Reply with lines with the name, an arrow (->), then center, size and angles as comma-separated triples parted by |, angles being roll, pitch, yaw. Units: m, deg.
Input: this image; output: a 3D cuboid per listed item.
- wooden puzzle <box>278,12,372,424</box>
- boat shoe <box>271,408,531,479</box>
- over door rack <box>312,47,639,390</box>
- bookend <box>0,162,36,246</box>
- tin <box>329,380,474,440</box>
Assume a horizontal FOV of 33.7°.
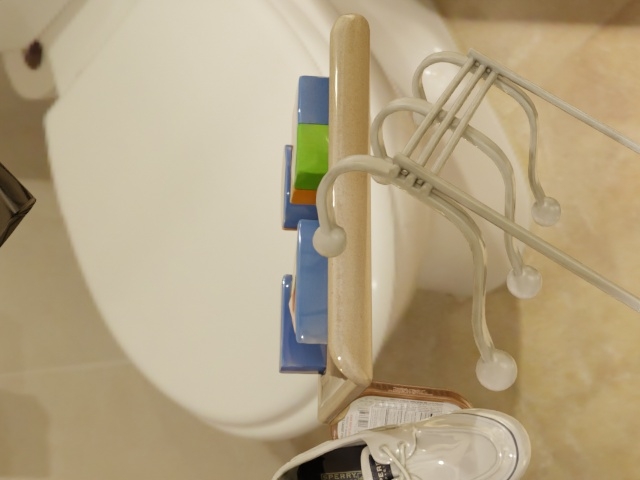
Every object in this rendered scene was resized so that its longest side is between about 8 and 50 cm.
wooden puzzle -> 0.000, 0.000, 1.019 | 0.080, 0.348, 0.322 | 0, 74, -1
boat shoe -> 0.070, 0.221, 0.999 | 0.258, 0.084, 0.095 | -22, 75, 29
over door rack -> 0.176, 0.005, 0.617 | 0.324, 0.239, 0.108 | 21, 120, 9
bookend -> -0.141, -0.058, 0.322 | 0.072, 0.156, 0.157 | 25, 72, 29
tin -> 0.105, 0.235, 1.314 | 0.189, 0.040, 0.106 | 6, 104, -1
